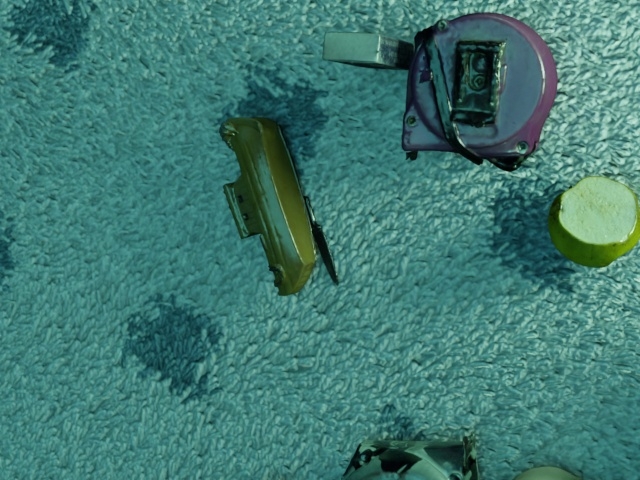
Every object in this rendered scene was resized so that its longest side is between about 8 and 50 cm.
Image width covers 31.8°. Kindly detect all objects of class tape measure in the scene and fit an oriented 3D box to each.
[{"bbox_3d":[0.248,-0.231,1.749,0.231,0.149,0.245,4,98,23],"label":"tape measure"},{"bbox_3d":[0.147,0.459,1.876,0.256,0.147,0.275,-4,94,23],"label":"tape measure"}]

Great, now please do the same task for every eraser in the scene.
[{"bbox_3d":[0.082,-0.298,1.774,0.092,0.212,0.046,7,97,20],"label":"eraser"}]

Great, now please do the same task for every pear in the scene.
[{"bbox_3d":[0.420,-0.022,1.730,0.141,0.104,0.141,-1,66,3],"label":"pear"}]

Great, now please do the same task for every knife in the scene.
[{"bbox_3d":[0.000,0.000,1.953,0.023,0.010,0.170,-21,90,29],"label":"knife"}]

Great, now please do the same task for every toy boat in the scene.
[{"bbox_3d":[-0.097,-0.059,1.943,0.121,0.089,0.321,-17,90,30],"label":"toy boat"}]

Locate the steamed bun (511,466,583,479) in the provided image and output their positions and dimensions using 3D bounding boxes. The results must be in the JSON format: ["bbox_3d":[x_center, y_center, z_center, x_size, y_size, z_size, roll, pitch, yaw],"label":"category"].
[{"bbox_3d":[0.344,0.493,1.799,0.164,0.146,0.242,-5,95,21],"label":"steamed bun"}]
